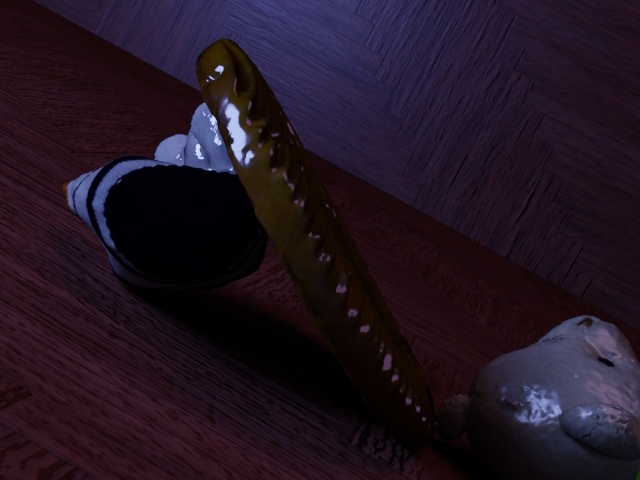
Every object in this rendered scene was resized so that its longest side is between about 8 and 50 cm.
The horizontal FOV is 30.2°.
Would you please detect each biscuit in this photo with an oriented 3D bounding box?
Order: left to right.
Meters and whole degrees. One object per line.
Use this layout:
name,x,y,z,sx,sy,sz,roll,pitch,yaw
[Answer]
biscuit,0.000,0.000,0.834,0.318,0.040,0.318,61,3,-5

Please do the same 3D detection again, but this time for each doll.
doll,0.233,0.157,0.897,0.175,0.149,0.278,-10,-38,46

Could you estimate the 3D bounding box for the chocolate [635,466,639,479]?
chocolate,0.342,0.248,0.663,0.301,0.137,0.289,20,11,-37

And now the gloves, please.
gloves,-0.107,-0.019,0.877,0.131,0.140,0.219,61,-7,-1
